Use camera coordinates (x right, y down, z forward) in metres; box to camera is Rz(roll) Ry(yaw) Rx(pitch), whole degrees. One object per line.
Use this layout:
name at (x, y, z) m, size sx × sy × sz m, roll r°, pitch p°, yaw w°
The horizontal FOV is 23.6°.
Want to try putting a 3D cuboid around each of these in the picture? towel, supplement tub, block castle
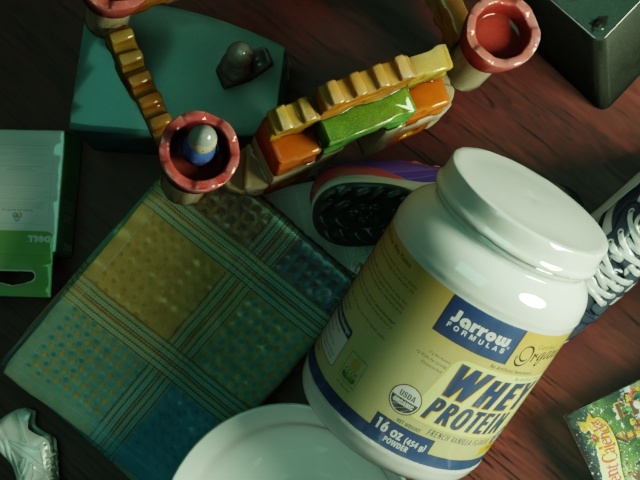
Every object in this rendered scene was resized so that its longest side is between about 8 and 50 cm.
towel at (-0.164, 0.100, 1.801) m, size 0.271 × 0.040 × 0.370 m, roll 41°, pitch 103°, yaw -1°
supplement tub at (0.145, 0.080, 1.663) m, size 0.228 × 0.228 × 0.316 m, roll 37°, pitch 113°, yaw 13°
block castle at (-0.014, -0.243, 1.682) m, size 0.453 × 0.213 × 0.303 m, roll -23°, pitch 85°, yaw -15°

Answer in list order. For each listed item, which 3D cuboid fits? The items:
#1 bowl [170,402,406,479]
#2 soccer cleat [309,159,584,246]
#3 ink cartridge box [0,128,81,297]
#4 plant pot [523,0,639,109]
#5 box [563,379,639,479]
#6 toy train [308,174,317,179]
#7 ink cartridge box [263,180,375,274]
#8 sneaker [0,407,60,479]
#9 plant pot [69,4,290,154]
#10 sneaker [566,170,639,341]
bowl at (-0.026, 0.334, 1.758) m, size 0.298 × 0.134 × 0.298 m, roll -1°, pitch 84°, yaw 11°
soccer cleat at (0.146, -0.051, 1.791) m, size 0.318 × 0.116 × 0.108 m, roll 1°, pitch 119°, yaw -2°
ink cartridge box at (-0.365, -0.032, 1.910) m, size 0.109 × 0.062 × 0.209 m, roll 2°, pitch 84°, yaw 12°
plant pot at (0.317, -0.292, 1.747) m, size 0.187 × 0.167 × 0.188 m, roll -46°, pitch 76°, yaw 3°
box at (0.396, 0.269, 1.724) m, size 0.159 × 0.044 × 0.233 m, roll -27°, pitch 79°, yaw 7°
toy train at (-0.007, -0.115, 1.869) m, size 0.024 × 0.017 × 0.083 m, roll 13°, pitch 86°, yaw 24°
ink cartridge box at (0.000, 0.000, 1.852) m, size 0.179 × 0.045 × 0.145 m, roll -12°, pitch 80°, yaw -8°
sneaker at (-0.345, 0.272, 1.874) m, size 0.061 × 0.054 × 0.152 m, roll -35°, pitch 77°, yaw 3°
plant pot at (-0.159, -0.187, 1.841) m, size 0.234 × 0.165 × 0.165 m, roll 7°, pitch 85°, yaw 3°
sneaker at (0.338, 0.020, 1.701) m, size 0.282 × 0.153 × 0.099 m, roll -46°, pitch 104°, yaw 2°
